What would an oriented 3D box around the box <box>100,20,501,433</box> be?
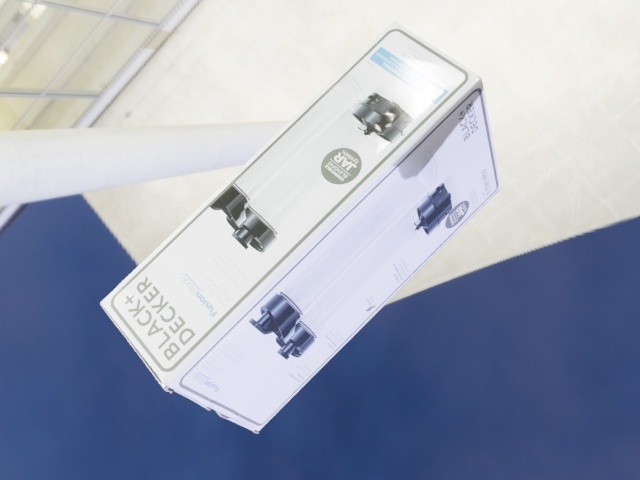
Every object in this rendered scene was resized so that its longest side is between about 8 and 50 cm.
[{"bbox_3d":[0.000,0.000,0.570,0.290,0.169,0.087,-45,-119,-4],"label":"box"}]
